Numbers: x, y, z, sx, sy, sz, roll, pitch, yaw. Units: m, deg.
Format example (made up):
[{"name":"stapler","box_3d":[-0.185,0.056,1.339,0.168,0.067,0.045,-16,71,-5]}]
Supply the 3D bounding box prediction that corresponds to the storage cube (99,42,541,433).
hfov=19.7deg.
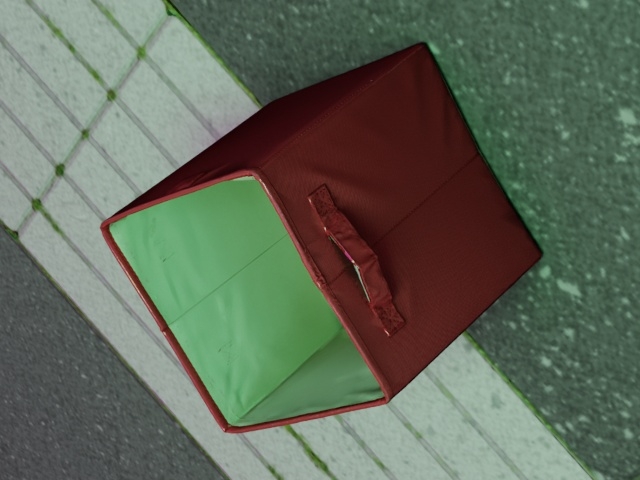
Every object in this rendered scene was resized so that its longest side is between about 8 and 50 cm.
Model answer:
[{"name":"storage cube","box_3d":[0.000,0.000,1.297,0.215,0.193,0.183,-17,108,50]}]
